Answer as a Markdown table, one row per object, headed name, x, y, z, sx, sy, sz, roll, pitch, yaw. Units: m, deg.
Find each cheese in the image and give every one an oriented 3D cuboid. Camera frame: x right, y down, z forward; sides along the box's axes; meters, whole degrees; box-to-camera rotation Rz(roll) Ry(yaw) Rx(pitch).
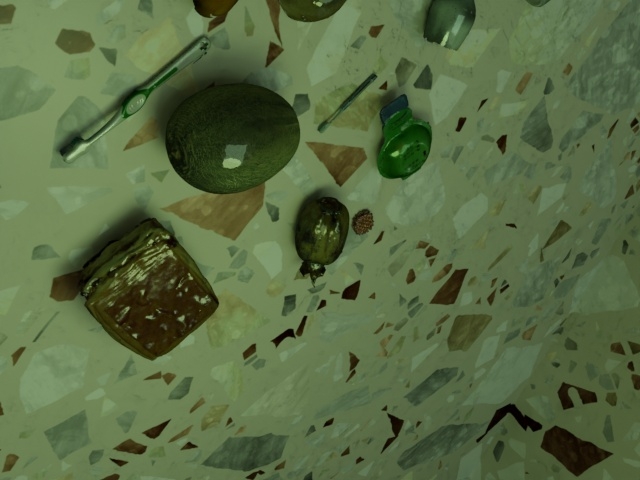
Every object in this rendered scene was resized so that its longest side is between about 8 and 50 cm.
| name | x | y | z | sx | sy | sz | roll | pitch | yaw |
| --- | --- | --- | --- | --- | --- | --- | --- | --- | --- |
| cheese | 0.238 | -0.291 | 2.207 | 0.204 | 0.083 | 0.320 | -36 | 141 | -8 |

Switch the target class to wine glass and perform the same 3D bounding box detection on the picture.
| name | x | y | z | sx | sy | sz | roll | pitch | yaw |
| --- | --- | --- | --- | --- | --- | --- | --- | --- | --- |
| wine glass | 0.361 | -0.628 | 2.001 | 0.126 | 0.126 | 0.241 | 3 | 118 | -42 |

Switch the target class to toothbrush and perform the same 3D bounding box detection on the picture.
| name | x | y | z | sx | sy | sz | roll | pitch | yaw |
| --- | --- | --- | --- | --- | --- | --- | --- | --- | --- |
| toothbrush | 0.073 | -0.369 | 2.052 | 0.219 | 0.019 | 0.016 | -45 | 142 | -1 |
| toothbrush | -0.402 | -0.310 | 1.681 | 0.418 | 0.040 | 0.042 | -40 | 138 | -6 |

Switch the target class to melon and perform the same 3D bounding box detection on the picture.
| name | x | y | z | sx | sy | sz | roll | pitch | yaw |
| --- | --- | --- | --- | --- | --- | --- | --- | --- | --- |
| melon | -0.198 | -0.237 | 1.763 | 0.329 | 0.248 | 0.248 | -20 | 134 | -31 |

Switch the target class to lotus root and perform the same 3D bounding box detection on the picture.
| name | x | y | z | sx | sy | sz | roll | pitch | yaw |
| --- | --- | --- | --- | --- | --- | --- | --- | --- | --- |
| lotus root | -0.001 | -0.001 | 2.204 | 0.154 | 0.154 | 0.278 | -12 | 129 | -33 |

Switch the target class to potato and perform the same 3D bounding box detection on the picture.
| name | x | y | z | sx | sy | sz | roll | pitch | yaw |
| --- | --- | --- | --- | --- | --- | --- | --- | --- | --- |
| potato | 0.011 | -0.583 | 1.751 | 0.202 | 0.117 | 0.182 | -36 | 136 | -10 |

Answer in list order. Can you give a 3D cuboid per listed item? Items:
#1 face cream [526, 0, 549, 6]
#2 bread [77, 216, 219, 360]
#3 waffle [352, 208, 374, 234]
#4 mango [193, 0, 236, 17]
| name | x | y | z | sx | sy | sz | roll | pitch | yaw |
| --- | --- | --- | --- | --- | --- | --- | --- | --- | --- |
| face cream | 0.694 | -0.776 | 2.178 | 0.252 | 0.101 | 0.101 | -37 | 139 | -9 |
| bread | -0.435 | 0.118 | 1.913 | 0.277 | 0.167 | 0.324 | -40 | 131 | -6 |
| waffle | 0.131 | -0.056 | 2.353 | 0.075 | 0.029 | 0.083 | -32 | 135 | -20 |
| mango | -0.208 | -0.561 | 1.558 | 0.136 | 0.166 | 0.236 | 18 | 143 | -3 |
